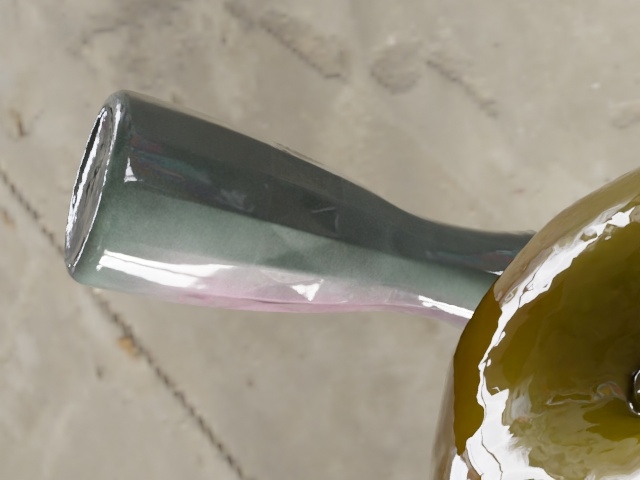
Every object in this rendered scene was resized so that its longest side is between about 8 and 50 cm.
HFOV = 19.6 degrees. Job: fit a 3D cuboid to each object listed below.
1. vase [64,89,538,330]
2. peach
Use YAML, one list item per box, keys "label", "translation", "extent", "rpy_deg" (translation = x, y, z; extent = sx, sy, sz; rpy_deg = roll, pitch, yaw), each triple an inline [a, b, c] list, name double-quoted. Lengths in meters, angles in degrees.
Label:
- label: "vase"
  translation: [0.000, 0.000, 0.822]
  extent: [0.086, 0.214, 0.086]
  rpy_deg: [-166, 90, -73]
- label: "peach"
  translation: [0.151, 0.073, 0.649]
  extent: [0.251, 0.153, 0.251]
  rpy_deg: [-23, 43, 24]
